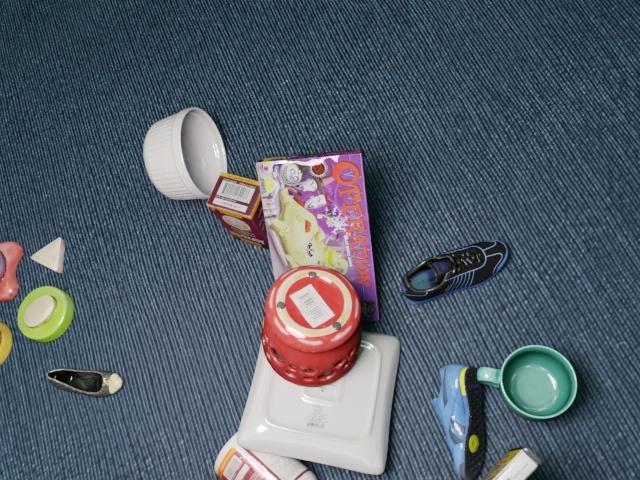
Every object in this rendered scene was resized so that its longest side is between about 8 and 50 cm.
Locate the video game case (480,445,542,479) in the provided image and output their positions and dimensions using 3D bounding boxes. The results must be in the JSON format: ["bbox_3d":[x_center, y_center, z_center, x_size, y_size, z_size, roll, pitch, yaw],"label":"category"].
[{"bbox_3d":[0.246,0.436,1.051,0.248,0.275,0.035,-44,69,-6],"label":"video game case"}]

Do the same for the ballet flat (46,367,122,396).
[{"bbox_3d":[-0.509,0.306,1.396,0.173,0.049,0.057,0,71,13],"label":"ballet flat"}]

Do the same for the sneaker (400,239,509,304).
[{"bbox_3d":[0.269,0.057,1.291,0.232,0.090,0.081,-27,66,2],"label":"sneaker"}]

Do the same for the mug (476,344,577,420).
[{"bbox_3d":[0.383,0.255,1.186,0.158,0.097,0.129,40,83,23],"label":"mug"}]

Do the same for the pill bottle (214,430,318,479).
[{"bbox_3d":[-0.082,0.454,1.204,0.221,0.121,0.121,36,81,22],"label":"pill bottle"}]

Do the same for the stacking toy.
[{"bbox_3d":[-0.727,0.118,1.474,0.279,0.130,0.309,-16,67,7],"label":"stacking toy"}]

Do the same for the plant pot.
[{"bbox_3d":[-0.012,0.149,1.185,0.191,0.174,0.191,3,57,-4],"label":"plant pot"}]

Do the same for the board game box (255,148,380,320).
[{"bbox_3d":[0.000,0.000,1.285,0.208,0.056,0.346,-6,109,8],"label":"board game box"}]

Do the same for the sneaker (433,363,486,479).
[{"bbox_3d":[0.256,0.337,1.211,0.082,0.069,0.209,-12,73,44],"label":"sneaker"}]

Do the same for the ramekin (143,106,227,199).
[{"bbox_3d":[-0.306,-0.188,1.460,0.109,0.207,0.207,-8,68,20],"label":"ramekin"}]

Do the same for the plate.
[{"bbox_3d":[0.005,0.278,1.232,0.277,0.045,0.278,11,58,2],"label":"plate"}]

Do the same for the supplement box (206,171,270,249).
[{"bbox_3d":[-0.154,-0.059,1.378,0.104,0.188,0.081,17,72,17],"label":"supplement box"}]
